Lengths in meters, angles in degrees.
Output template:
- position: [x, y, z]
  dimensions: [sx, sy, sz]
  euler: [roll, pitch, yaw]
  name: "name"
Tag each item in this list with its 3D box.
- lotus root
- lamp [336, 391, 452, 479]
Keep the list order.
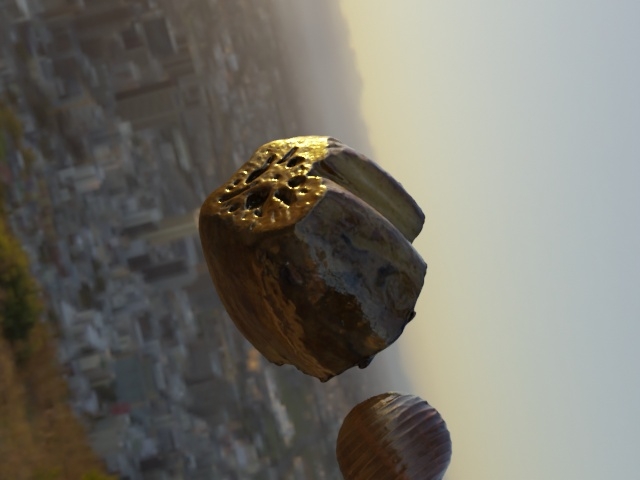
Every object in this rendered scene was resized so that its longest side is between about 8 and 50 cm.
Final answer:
- position: [0.000, 0.000, 1.634]
  dimensions: [0.250, 0.316, 0.316]
  euler: [52, 15, -33]
  name: "lotus root"
- position: [0.085, 0.239, 1.399]
  dimensions: [0.136, 0.136, 0.136]
  euler: [-14, 90, -88]
  name: "lamp"
